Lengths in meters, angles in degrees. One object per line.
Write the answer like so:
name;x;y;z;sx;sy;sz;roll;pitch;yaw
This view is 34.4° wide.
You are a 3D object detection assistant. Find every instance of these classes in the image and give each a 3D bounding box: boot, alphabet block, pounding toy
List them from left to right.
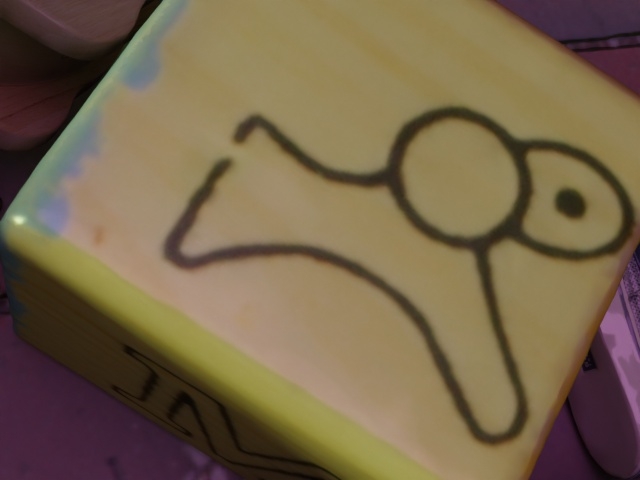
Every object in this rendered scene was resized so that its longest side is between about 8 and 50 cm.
pounding toy;-0.171;-0.108;0.465;0.154;0.155;0.269;39;37;-12
alphabet block;0.000;0.000;0.450;0.197;0.193;0.192;34;71;-3
boot;0.165;0.025;0.558;0.086;0.069;0.190;-13;86;-25
